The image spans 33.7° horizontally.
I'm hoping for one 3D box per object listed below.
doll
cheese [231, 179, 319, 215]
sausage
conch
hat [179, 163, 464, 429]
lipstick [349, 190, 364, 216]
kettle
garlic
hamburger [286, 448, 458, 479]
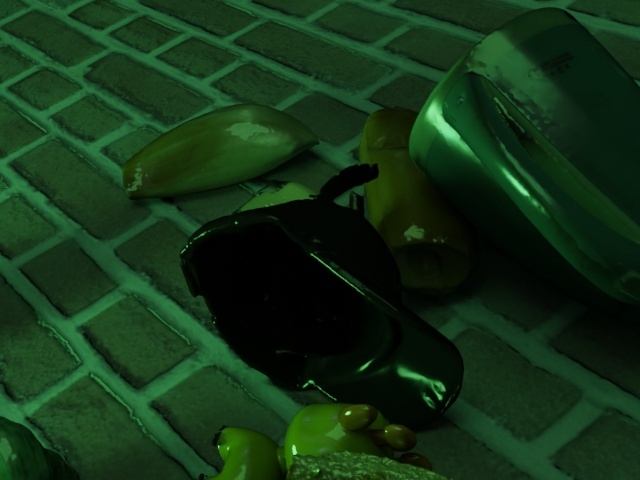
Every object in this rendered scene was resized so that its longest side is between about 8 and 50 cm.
[{"bbox_3d":[-0.003,0.220,1.040,0.221,0.143,0.135,-11,34,21],"label":"doll"},{"bbox_3d":[0.000,0.000,1.392,0.251,0.054,0.127,28,58,35],"label":"cheese"},{"bbox_3d":[0.122,-0.066,1.374,0.134,0.116,0.354,-2,35,-1],"label":"sausage"},{"bbox_3d":[-0.357,0.277,1.119,0.188,0.122,0.176,-28,58,-11],"label":"conch"},{"bbox_3d":[0.035,0.051,1.186,0.336,0.238,0.209,23,41,22],"label":"hat"},{"bbox_3d":[0.046,0.015,1.326,0.027,0.027,0.176,-8,56,13],"label":"lipstick"},{"bbox_3d":[0.273,-0.054,1.140,0.319,0.247,0.342,-2,49,-55],"label":"kettle"},{"bbox_3d":[-0.162,-0.140,1.617,0.318,0.112,0.143,-20,37,15],"label":"garlic"},{"bbox_3d":[0.080,0.293,0.889,0.283,0.156,0.144,11,25,25],"label":"hamburger"}]
